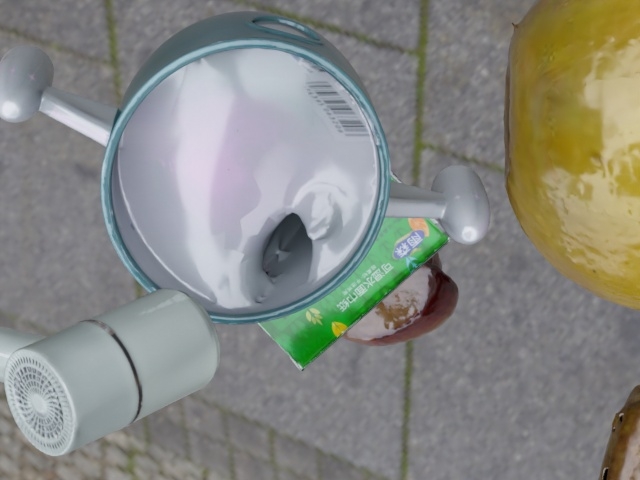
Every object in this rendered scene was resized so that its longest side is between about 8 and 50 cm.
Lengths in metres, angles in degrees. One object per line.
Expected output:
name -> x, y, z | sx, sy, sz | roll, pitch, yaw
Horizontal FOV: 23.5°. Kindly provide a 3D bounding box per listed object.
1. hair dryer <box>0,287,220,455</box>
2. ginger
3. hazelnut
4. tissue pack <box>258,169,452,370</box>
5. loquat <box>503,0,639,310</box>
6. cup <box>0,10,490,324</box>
hair dryer -> -0.117, 0.050, 0.663 | 0.137, 0.082, 0.047 | 4, 110, 43
ginger -> 0.379, 0.277, 1.740 | 0.133, 0.309, 0.107 | -4, 157, 35
hazelnut -> 0.063, 0.035, 1.861 | 0.202, 0.160, 0.170 | 60, 150, 19
tissue pack -> 0.002, 0.000, 1.608 | 0.148, 0.209, 0.156 | 47, -177, -19
loquat -> 0.254, -0.078, 1.045 | 0.275, 0.275, 0.275 | 21, 133, 23
cup -> -0.044, -0.059, 0.908 | 0.299, 0.173, 0.167 | 15, 110, -9
